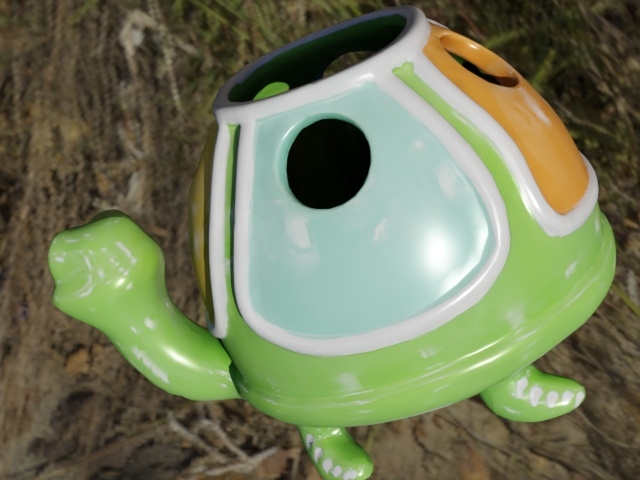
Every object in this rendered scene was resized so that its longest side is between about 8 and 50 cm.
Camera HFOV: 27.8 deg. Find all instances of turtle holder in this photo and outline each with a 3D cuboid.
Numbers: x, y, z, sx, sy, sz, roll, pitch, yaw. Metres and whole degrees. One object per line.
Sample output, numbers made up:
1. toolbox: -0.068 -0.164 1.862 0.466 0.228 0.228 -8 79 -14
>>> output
1. turtle holder: 0.014 -0.011 0.820 0.320 0.227 0.243 -5 30 39
